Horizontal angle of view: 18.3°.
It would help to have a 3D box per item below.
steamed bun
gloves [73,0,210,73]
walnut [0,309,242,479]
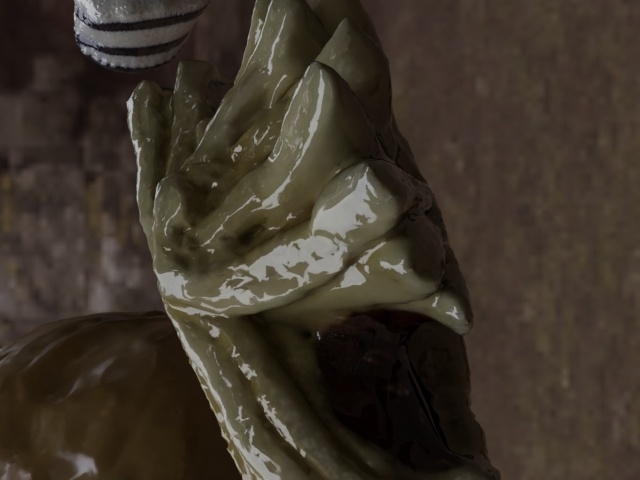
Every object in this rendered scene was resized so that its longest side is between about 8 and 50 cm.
[{"bbox_3d":[0.000,0.000,1.103,0.247,0.189,0.428,43,-161,-40],"label":"steamed bun"},{"bbox_3d":[-0.147,-0.250,1.711,0.219,0.140,0.131,110,171,-54],"label":"gloves"},{"bbox_3d":[-0.144,0.234,1.480,0.383,0.383,0.384,180,90,-81],"label":"walnut"}]
